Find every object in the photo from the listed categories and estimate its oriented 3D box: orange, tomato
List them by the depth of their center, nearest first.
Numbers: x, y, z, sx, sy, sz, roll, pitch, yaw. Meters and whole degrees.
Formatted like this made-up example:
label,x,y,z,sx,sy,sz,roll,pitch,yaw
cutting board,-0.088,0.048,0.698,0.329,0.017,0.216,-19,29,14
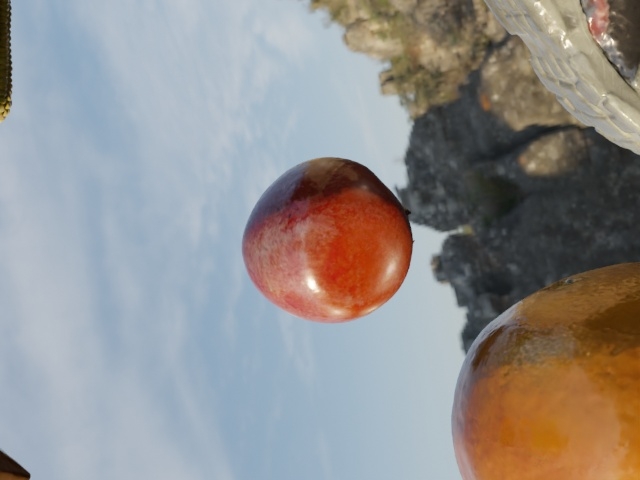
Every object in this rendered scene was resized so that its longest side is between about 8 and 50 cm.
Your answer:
label,x,y,z,sx,sy,sz,roll,pitch,yaw
orange,0.228,0.136,0.719,0.261,0.261,0.261,-13,-90,-80
tomato,0.000,0.000,0.942,0.167,0.167,0.167,-13,-90,-80

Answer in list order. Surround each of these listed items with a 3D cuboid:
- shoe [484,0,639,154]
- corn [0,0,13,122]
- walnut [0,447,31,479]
label,x,y,z,sx,sy,sz,roll,pitch,yaw
shoe,0.205,-0.164,0.670,0.227,0.125,0.099,48,177,-15
corn,-0.275,-0.172,0.744,0.085,0.063,0.165,10,99,60
walnut,-0.283,0.134,0.428,0.203,0.297,0.203,-9,79,60
